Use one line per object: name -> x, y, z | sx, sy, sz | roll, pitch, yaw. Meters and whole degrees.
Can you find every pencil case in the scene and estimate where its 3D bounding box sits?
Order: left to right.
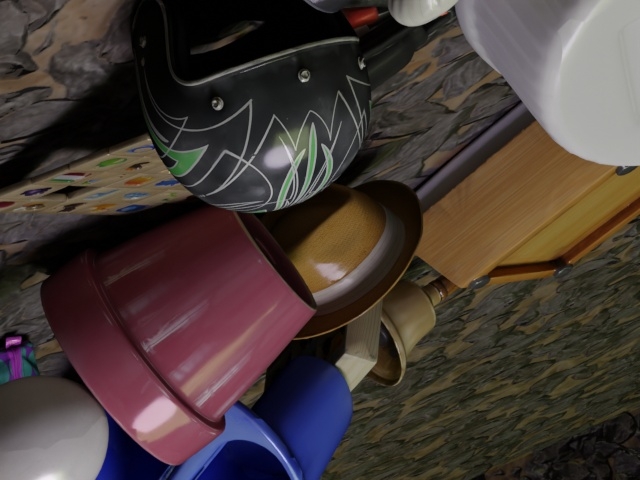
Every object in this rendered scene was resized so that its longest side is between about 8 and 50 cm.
pencil case -> -0.278, 0.171, 1.665 | 0.064, 0.152, 0.070 | -12, 164, -29

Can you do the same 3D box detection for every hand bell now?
hand bell -> 0.140, 0.053, 2.051 | 0.242, 0.126, 0.126 | -32, 166, -27

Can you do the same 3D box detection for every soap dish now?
soap dish -> 0.251, -0.064, 1.810 | 0.229, 0.118, 0.291 | -4, 150, -50

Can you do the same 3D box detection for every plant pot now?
plant pot -> -0.111, 0.063, 1.537 | 0.180, 0.201, 0.201 | -37, 161, 6

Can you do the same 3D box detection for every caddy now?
caddy -> -0.120, 0.209, 1.784 | 0.179, 0.241, 0.341 | -53, 180, -36

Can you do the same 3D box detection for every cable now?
cable -> 0.063, -0.185, 1.364 | 0.287, 0.072, 0.139 | -36, 147, -11

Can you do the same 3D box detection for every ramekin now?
ramekin -> 0.250, -0.184, 1.315 | 0.277, 0.135, 0.277 | -15, 140, -13

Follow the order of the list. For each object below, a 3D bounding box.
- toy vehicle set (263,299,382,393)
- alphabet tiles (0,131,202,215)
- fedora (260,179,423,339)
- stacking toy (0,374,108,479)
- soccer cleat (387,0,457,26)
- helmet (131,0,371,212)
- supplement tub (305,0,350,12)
toy vehicle set -> 0.000, 0.106, 1.865 | 0.035, 0.166, 0.267 | 16, 146, -15
alphabet tiles -> -0.130, -0.049, 1.402 | 0.198, 0.009, 0.237 | -18, 170, 34
fedora -> 0.000, 0.000, 1.639 | 0.194, 0.194, 0.079 | -32, 127, 15
stacking toy -> -0.390, 0.254, 1.473 | 0.480, 0.351, 0.350 | -34, 161, 5
soccer cleat -> 0.095, -0.228, 1.236 | 0.076, 0.068, 0.196 | -1, 142, -43
helmet -> -0.044, -0.099, 1.214 | 0.169, 0.162, 0.169 | -23, 150, -14
supplement tub -> 0.058, -0.227, 1.112 | 0.198, 0.106, 0.106 | -37, 159, 29
